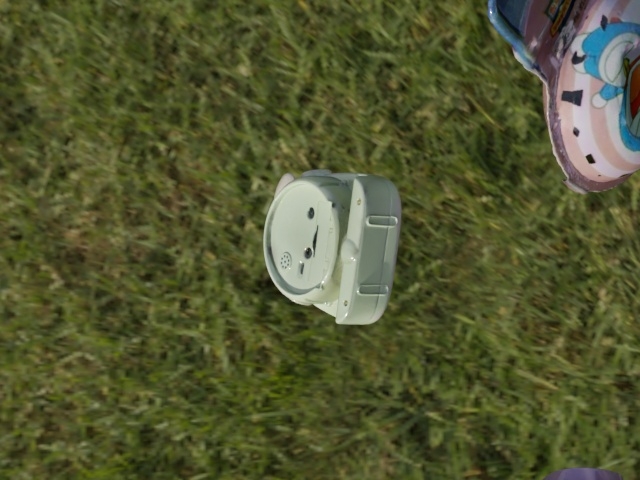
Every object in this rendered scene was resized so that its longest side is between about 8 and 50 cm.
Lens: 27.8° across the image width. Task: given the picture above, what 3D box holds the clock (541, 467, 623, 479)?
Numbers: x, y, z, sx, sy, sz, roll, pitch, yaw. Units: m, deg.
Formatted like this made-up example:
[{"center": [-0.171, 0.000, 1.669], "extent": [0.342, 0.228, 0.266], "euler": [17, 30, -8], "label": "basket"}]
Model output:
[{"center": [0.270, 0.297, 1.421], "extent": [0.110, 0.152, 0.050], "euler": [8, 57, -2], "label": "clock"}]

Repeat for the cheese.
[{"center": [0.211, -0.141, 0.994], "extent": [0.074, 0.286, 0.188], "euler": [15, 76, 42], "label": "cheese"}]

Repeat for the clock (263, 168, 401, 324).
[{"center": [0.000, 0.000, 1.337], "extent": [0.191, 0.062, 0.151], "euler": [14, 99, 51], "label": "clock"}]
